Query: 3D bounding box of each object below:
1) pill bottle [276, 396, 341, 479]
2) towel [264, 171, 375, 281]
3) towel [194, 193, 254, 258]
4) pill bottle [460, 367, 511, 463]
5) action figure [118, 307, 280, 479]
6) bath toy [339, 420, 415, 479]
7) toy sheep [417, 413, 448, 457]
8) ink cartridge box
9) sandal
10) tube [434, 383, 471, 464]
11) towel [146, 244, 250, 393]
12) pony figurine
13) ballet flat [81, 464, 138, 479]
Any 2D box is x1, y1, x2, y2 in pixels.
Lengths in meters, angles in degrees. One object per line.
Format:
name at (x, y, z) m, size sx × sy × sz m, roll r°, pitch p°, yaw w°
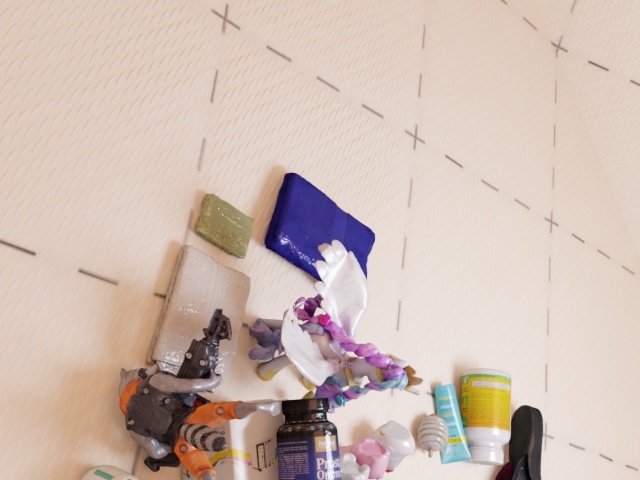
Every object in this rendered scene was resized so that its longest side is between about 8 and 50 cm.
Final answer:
pill bottle at (-0.023, 0.420, 1.690) m, size 0.122 × 0.122 × 0.219 m, roll 7°, pitch 74°, yaw -43°
towel at (0.000, 0.000, 2.113) m, size 0.308 × 0.076 × 0.228 m, roll 37°, pitch 48°, yaw -31°
towel at (-0.213, -0.030, 1.938) m, size 0.148 × 0.027 × 0.110 m, roll 32°, pitch 59°, yaw -36°
pill bottle at (0.450, 0.482, 2.369) m, size 0.136 × 0.136 × 0.246 m, roll 23°, pitch 64°, yaw -38°
action figure at (-0.243, 0.293, 1.608) m, size 0.178 × 0.330 × 0.341 m, roll 22°, pitch 85°, yaw -58°
bath toy at (0.080, 0.526, 2.007) m, size 0.348 × 0.151 × 0.129 m, roll -15°, pitch 127°, yaw -48°
toy sheep at (0.291, 0.505, 2.246) m, size 0.091 × 0.091 × 0.132 m, roll 42°, pitch 35°, yaw -29°
ink cartridge box at (-0.167, 0.444, 1.750) m, size 0.168 × 0.171 × 0.233 m, roll 6°, pitch 74°, yaw -45°
sandal at (0.539, 0.673, 2.419) m, size 0.107 × 0.167 × 0.446 m, roll 17°, pitch 57°, yaw -13°
tube at (0.347, 0.489, 2.322) m, size 0.052 × 0.080 × 0.207 m, roll 23°, pitch 57°, yaw -72°
towel at (-0.251, 0.165, 1.832) m, size 0.187 × 0.049 × 0.282 m, roll 32°, pitch 58°, yaw -35°
pony figurine at (0.008, 0.222, 1.845) m, size 0.351 × 0.363 × 0.303 m, roll 52°, pitch 49°, yaw -21°
ballet flat at (-0.305, 0.585, 1.607) m, size 0.139 × 0.139 × 0.400 m, roll -44°, pitch 110°, yaw -42°
